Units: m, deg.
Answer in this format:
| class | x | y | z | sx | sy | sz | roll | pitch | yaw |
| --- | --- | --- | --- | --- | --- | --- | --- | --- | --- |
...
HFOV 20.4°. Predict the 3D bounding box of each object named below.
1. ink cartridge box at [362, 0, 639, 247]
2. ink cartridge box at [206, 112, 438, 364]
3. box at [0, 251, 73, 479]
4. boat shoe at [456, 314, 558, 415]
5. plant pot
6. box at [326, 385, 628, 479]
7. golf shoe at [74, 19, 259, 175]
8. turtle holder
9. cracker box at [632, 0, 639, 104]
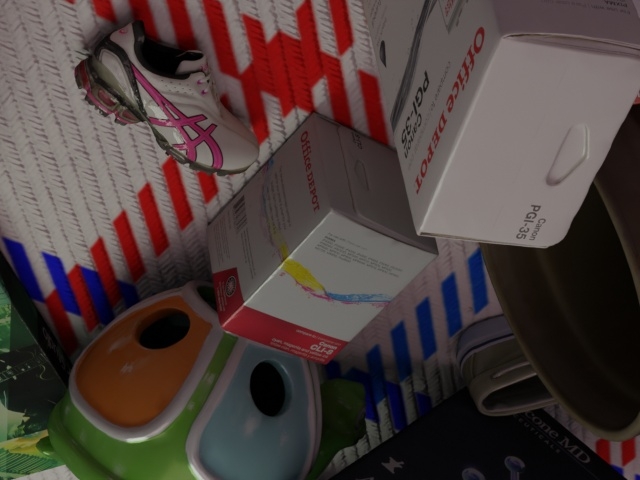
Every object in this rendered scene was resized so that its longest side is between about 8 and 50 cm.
| class | x | y | z | sx | sy | sz | roll | pitch | yaw |
| --- | --- | --- | --- | --- | --- | --- | --- | --- | --- |
| ink cartridge box | 0.131 | -0.165 | 1.349 | 0.117 | 0.283 | 0.207 | 5 | 135 | -16 |
| ink cartridge box | 0.000 | 0.000 | 1.615 | 0.127 | 0.128 | 0.176 | 22 | 129 | -30 |
| box | -0.372 | 0.132 | 1.739 | 0.232 | 0.058 | 0.322 | -16 | 138 | 7 |
| boat shoe | 0.291 | 0.113 | 1.816 | 0.302 | 0.094 | 0.109 | -16 | 137 | 7 |
| plant pot | 0.324 | -0.021 | 1.555 | 0.280 | 0.323 | 0.323 | -19 | 139 | -14 |
| box | 0.138 | 0.354 | 1.759 | 0.395 | 0.293 | 0.212 | -28 | 150 | -48 |
| golf shoe | -0.114 | -0.118 | 1.513 | 0.186 | 0.067 | 0.086 | 30 | 123 | -35 |
| turtle holder | -0.090 | 0.178 | 1.710 | 0.320 | 0.243 | 0.227 | 25 | 101 | -17 |
| cracker box | 0.291 | -0.237 | 1.382 | 0.156 | 0.067 | 0.232 | -14 | 105 | 4 |
